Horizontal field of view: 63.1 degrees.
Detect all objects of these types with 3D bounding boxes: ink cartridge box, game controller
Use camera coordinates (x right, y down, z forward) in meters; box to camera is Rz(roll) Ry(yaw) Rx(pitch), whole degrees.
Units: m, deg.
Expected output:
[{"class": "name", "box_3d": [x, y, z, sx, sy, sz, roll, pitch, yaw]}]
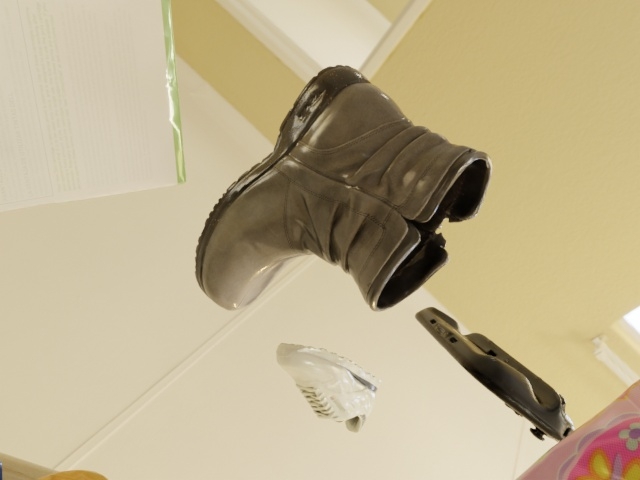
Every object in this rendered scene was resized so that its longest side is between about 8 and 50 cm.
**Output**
[{"class": "ink cartridge box", "box_3d": [-0.231, -0.113, 0.416, 0.235, 0.171, 0.056, -15, -153, -33]}, {"class": "game controller", "box_3d": [0.239, 0.184, 0.775, 0.167, 0.067, 0.319, 29, -177, -7]}]

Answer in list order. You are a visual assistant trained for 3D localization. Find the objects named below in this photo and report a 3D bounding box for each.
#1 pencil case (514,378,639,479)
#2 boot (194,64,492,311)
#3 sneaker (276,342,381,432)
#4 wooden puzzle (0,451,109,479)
[{"class": "pencil case", "box_3d": [0.156, 0.169, 0.275, 0.124, 0.284, 0.124, 43, -173, -7]}, {"class": "boot", "box_3d": [0.000, 0.000, 0.552, 0.118, 0.338, 0.222, 6, -145, -47]}, {"class": "sneaker", "box_3d": [0.012, 0.228, 0.810, 0.235, 0.090, 0.094, 38, -113, -39]}, {"class": "wooden puzzle", "box_3d": [-0.340, 0.275, 0.463, 0.323, 0.080, 0.348, 6, -176, 19]}]
